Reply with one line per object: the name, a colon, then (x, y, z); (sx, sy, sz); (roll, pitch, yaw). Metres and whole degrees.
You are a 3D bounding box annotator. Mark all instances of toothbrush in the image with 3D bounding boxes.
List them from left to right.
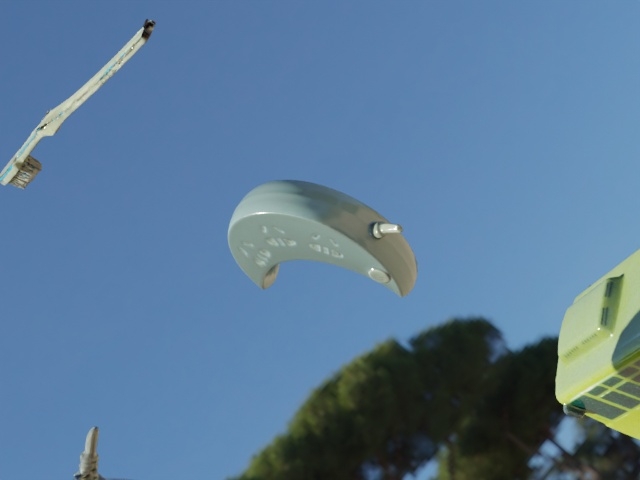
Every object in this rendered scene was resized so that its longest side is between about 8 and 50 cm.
toothbrush: (-0.214, -0.113, 1.235); (0.294, 0.028, 0.026); (-39, 29, 49)

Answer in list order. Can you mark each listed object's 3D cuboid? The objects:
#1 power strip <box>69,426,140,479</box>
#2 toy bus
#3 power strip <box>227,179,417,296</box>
power strip: (-0.132, 0.219, 0.776); (0.060, 0.027, 0.252); (-1, -78, -28)
toy bus: (0.207, 0.050, 0.815); (0.175, 0.101, 0.088); (129, 159, -61)
power strip: (0.000, 0.000, 1.340); (0.137, 0.216, 0.044); (52, -128, -37)
